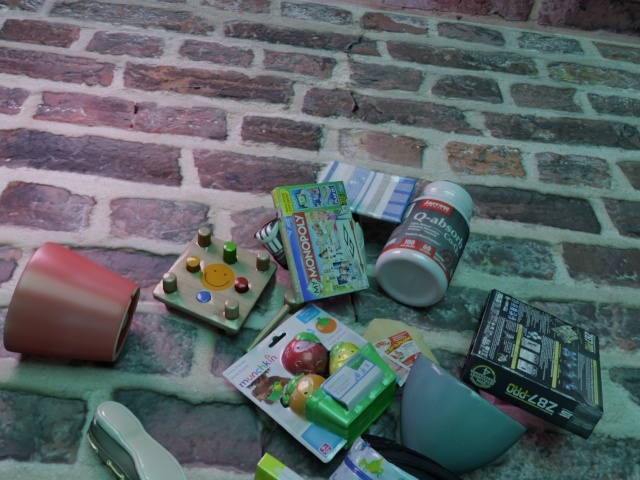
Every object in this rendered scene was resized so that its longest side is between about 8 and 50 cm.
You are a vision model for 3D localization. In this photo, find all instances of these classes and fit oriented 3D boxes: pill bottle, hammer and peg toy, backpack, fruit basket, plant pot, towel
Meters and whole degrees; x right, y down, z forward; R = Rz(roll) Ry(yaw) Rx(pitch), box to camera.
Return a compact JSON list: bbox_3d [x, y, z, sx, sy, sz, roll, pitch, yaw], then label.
[{"bbox_3d":[0.314,-0.001,1.885,0.210,0.210,0.363,23,49,11],"label":"pill bottle"},{"bbox_3d":[-0.231,0.129,1.728,0.361,0.127,0.266,22,49,10],"label":"hammer and peg toy"},{"bbox_3d":[0.187,0.541,1.299,0.273,0.290,0.355,-43,102,-5],"label":"backpack"},{"bbox_3d":[-0.005,0.318,1.580,0.353,0.165,0.327,36,54,26],"label":"fruit basket"},{"bbox_3d":[0.296,0.424,1.496,0.290,0.290,0.195,35,88,20],"label":"plant pot"},{"bbox_3d":[0.129,-0.149,1.926,0.285,0.034,0.209,16,44,14],"label":"towel"},{"bbox_3d":[-0.584,0.166,1.562,0.243,0.275,0.275,17,47,-7],"label":"plant pot"}]

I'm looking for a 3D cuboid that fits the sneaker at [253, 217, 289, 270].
[{"bbox_3d":[-0.094,0.008,1.880,0.162,0.106,0.281,57,21,-6],"label":"sneaker"}]

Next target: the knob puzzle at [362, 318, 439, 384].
[{"bbox_3d":[0.192,0.290,1.726,0.213,0.030,0.213,5,49,-5],"label":"knob puzzle"}]

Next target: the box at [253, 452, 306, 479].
[{"bbox_3d":[-0.061,0.546,1.401,0.178,0.109,0.042,30,47,16],"label":"box"}]

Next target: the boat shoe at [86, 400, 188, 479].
[{"bbox_3d":[-0.399,0.487,1.408,0.305,0.091,0.109,41,17,22],"label":"boat shoe"}]

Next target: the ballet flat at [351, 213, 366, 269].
[{"bbox_3d":[0.071,-0.051,1.941,0.139,0.139,0.400,5,48,-6],"label":"ballet flat"}]

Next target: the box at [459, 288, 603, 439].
[{"bbox_3d":[0.546,0.293,1.652,0.318,0.097,0.395,22,25,12],"label":"box"}]

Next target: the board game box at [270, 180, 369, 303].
[{"bbox_3d":[0.000,0.000,1.779,0.213,0.046,0.317,-9,81,-30],"label":"board game box"}]
